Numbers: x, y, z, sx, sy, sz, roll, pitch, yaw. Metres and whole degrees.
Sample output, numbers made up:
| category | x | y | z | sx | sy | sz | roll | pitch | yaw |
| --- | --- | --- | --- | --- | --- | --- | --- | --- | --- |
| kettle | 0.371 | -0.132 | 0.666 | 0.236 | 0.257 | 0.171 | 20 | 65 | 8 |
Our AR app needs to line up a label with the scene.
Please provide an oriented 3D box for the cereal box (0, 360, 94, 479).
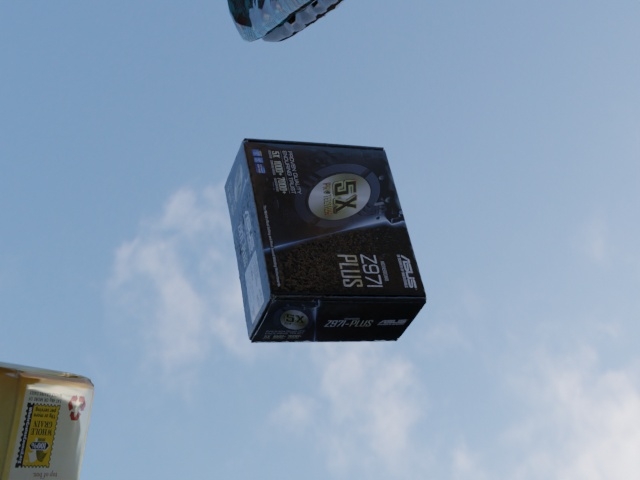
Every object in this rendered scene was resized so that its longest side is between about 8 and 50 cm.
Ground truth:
| category | x | y | z | sx | sy | sz | roll | pitch | yaw |
| --- | --- | --- | --- | --- | --- | --- | --- | --- | --- |
| cereal box | -0.178 | 0.155 | 0.342 | 0.173 | 0.047 | 0.240 | 3 | -101 | 26 |

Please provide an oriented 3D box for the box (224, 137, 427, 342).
| category | x | y | z | sx | sy | sz | roll | pitch | yaw |
| --- | --- | --- | --- | --- | --- | --- | --- | --- | --- |
| box | 0.000 | 0.000 | 0.907 | 0.148 | 0.180 | 0.077 | 2 | -36 | -21 |

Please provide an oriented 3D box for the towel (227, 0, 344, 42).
| category | x | y | z | sx | sy | sz | roll | pitch | yaw |
| --- | --- | --- | --- | --- | --- | --- | --- | --- | --- |
| towel | -0.019 | -0.261 | 0.284 | 0.040 | 0.271 | 0.370 | -11 | -85 | -16 |
